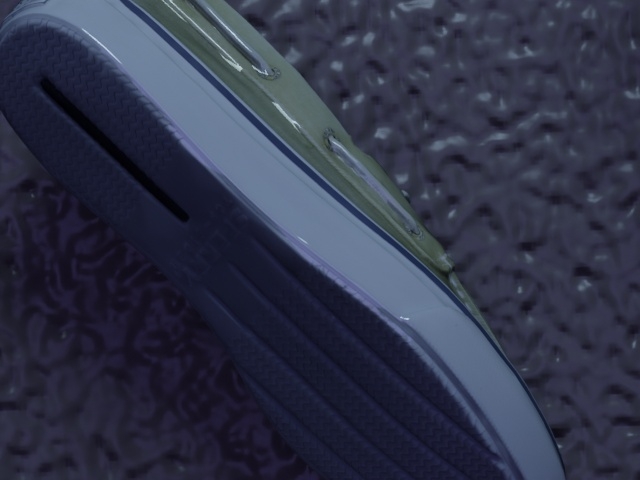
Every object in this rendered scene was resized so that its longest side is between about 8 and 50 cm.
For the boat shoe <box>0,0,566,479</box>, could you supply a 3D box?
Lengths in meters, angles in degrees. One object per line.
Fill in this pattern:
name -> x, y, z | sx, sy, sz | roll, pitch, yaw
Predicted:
boat shoe -> 0.000, 0.000, 0.701 | 0.302, 0.109, 0.094 | 48, 48, -5
